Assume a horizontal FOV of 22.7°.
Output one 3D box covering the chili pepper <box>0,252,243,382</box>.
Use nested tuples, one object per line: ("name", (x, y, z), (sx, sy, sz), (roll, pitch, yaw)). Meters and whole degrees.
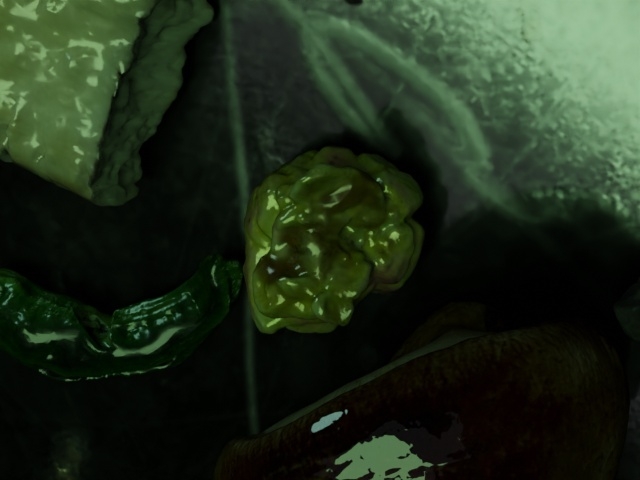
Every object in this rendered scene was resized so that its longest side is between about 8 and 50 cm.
("chili pepper", (-0.125, 0.047, 0.949), (0.182, 0.050, 0.073), (-6, 99, 18))

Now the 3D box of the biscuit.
("biscuit", (-0.143, -0.161, 0.852), (0.179, 0.084, 0.281), (15, 111, 0))

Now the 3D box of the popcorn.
("popcorn", (-0.001, 0.001, 0.876), (0.097, 0.089, 0.109), (47, 119, 11))

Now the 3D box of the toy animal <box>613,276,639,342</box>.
("toy animal", (0.254, 0.116, 0.819), (0.168, 0.106, 0.343), (-29, 93, 26))

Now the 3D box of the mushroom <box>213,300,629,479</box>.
("mushroom", (0.055, 0.124, 0.836), (0.231, 0.194, 0.138), (-28, 92, 38))
